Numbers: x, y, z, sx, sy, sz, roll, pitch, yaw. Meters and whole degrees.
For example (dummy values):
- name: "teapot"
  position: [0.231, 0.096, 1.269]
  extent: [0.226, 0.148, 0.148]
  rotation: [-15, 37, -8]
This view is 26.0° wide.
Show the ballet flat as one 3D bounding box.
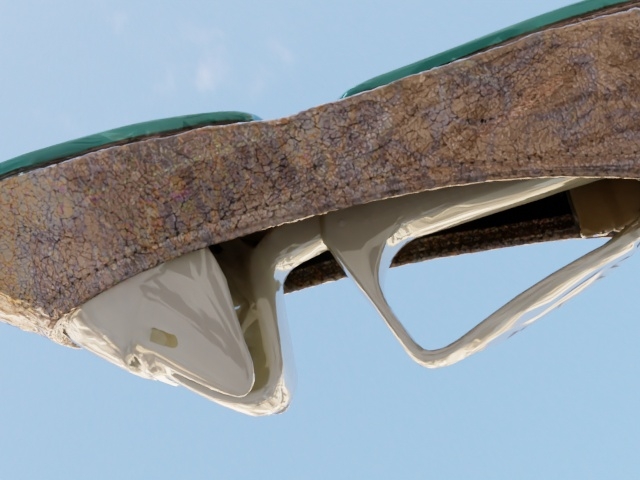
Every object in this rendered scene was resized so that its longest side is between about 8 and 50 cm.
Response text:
- name: "ballet flat"
  position: [0.000, 0.000, 0.483]
  extent: [0.316, 0.107, 0.106]
  rotation: [-16, -106, 7]
